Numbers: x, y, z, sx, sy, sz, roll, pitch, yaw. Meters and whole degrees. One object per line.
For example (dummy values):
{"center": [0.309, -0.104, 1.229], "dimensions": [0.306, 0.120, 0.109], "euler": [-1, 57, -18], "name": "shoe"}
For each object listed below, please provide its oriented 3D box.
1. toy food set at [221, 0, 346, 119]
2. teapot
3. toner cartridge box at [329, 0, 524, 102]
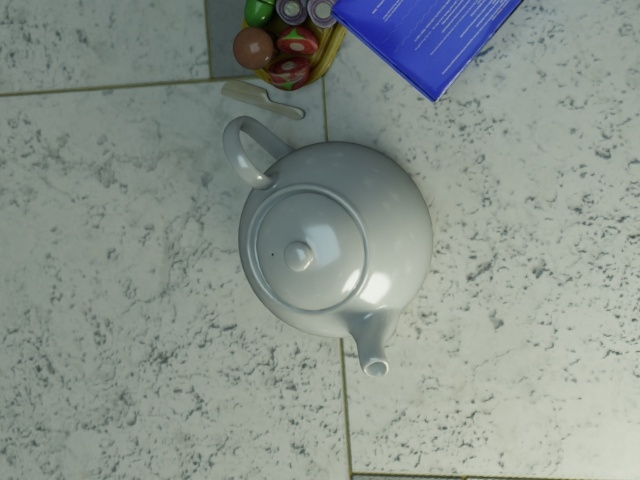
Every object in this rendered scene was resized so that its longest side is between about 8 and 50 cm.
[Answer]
{"center": [-0.046, -0.250, 1.767], "dimensions": [0.128, 0.071, 0.218], "euler": [27, 106, 15], "name": "toy food set"}
{"center": [0.000, 0.000, 1.723], "dimensions": [0.256, 0.187, 0.253], "euler": [14, 102, 19], "name": "teapot"}
{"center": [0.183, -0.340, 1.653], "dimensions": [0.165, 0.075, 0.348], "euler": [41, 110, 0], "name": "toner cartridge box"}
